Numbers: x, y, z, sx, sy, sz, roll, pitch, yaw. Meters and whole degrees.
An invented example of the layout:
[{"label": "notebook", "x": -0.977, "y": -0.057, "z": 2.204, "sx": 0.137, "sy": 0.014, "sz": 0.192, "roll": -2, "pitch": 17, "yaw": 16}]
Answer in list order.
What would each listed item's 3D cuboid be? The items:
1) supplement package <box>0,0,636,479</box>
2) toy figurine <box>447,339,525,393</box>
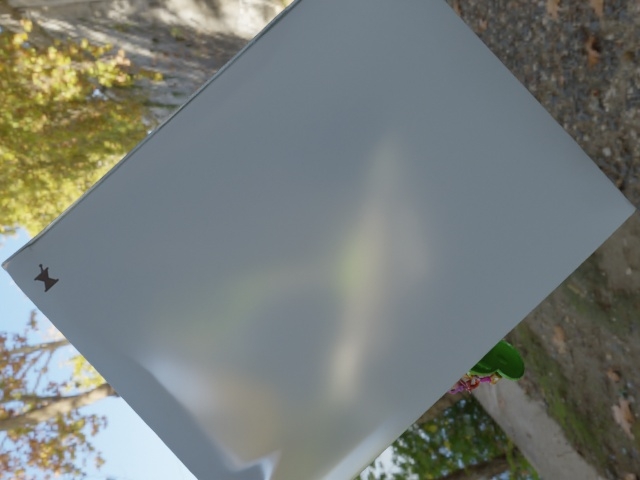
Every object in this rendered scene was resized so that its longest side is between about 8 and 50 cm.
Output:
[{"label": "supplement package", "x": 0.000, "y": 0.000, "z": 0.391, "sx": 0.204, "sy": 0.262, "sz": 0.145, "roll": 47, "pitch": 178, "yaw": 0}, {"label": "toy figurine", "x": 0.220, "y": 0.210, "z": 1.067, "sx": 0.159, "sy": 0.173, "sz": 0.130, "roll": -53, "pitch": 12, "yaw": 42}]
